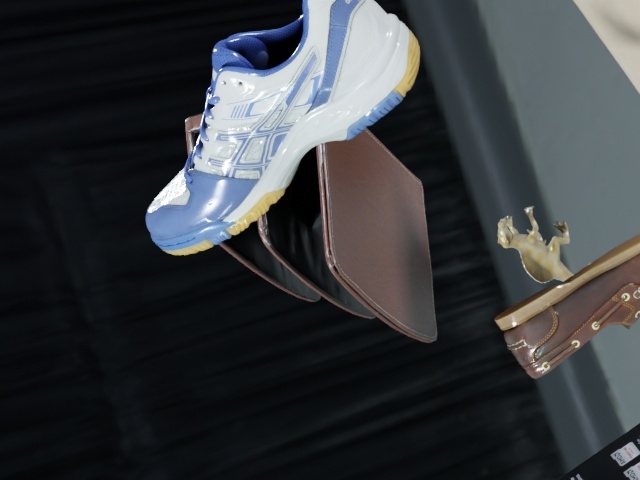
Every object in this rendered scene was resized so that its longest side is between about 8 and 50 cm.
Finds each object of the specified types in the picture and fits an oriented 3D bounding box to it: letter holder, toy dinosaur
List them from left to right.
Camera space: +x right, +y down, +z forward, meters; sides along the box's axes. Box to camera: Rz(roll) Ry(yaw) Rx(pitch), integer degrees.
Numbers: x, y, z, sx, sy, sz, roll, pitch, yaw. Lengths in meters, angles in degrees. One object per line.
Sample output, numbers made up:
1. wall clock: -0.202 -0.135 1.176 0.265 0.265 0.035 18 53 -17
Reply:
1. letter holder: 0.000 0.000 1.595 0.152 0.302 0.214 -15 67 20
2. toy dinosaur: 0.276 0.019 1.852 0.053 0.183 0.092 -39 28 41

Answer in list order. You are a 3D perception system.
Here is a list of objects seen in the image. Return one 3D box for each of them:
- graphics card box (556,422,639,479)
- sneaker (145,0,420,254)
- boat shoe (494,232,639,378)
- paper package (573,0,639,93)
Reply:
1. graphics card box: 0.219 0.224 0.965 0.094 0.371 0.233 52 -177 -20
2. sneaker: -0.060 -0.110 1.272 0.296 0.131 0.112 -40 27 21
3. boat shoe: 0.264 0.051 1.393 0.073 0.207 0.073 59 -179 2
4. paper package: 0.538 -0.335 2.069 0.309 0.325 0.168 4 63 40
